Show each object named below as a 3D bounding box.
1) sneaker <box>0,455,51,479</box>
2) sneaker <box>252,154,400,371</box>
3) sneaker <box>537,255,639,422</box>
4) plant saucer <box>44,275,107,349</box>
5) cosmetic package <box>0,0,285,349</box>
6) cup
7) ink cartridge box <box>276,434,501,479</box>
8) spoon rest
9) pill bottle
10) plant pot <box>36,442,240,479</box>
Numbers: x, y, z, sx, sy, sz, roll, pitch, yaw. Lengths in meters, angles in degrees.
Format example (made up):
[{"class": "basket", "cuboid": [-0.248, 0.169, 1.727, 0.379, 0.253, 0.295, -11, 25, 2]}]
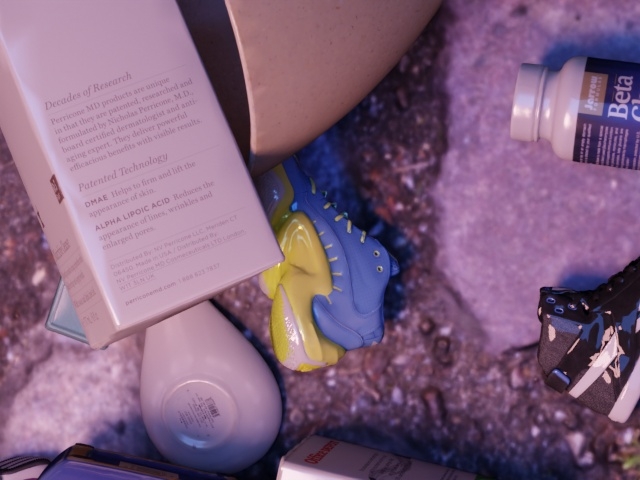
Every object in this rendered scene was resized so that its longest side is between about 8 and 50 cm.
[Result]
[{"class": "sneaker", "cuboid": [-0.341, 0.275, 1.549, 0.223, 0.083, 0.098, -15, 96, -32]}, {"class": "sneaker", "cuboid": [0.000, 0.000, 1.541, 0.126, 0.091, 0.240, -6, 79, -19]}, {"class": "sneaker", "cuboid": [0.262, 0.044, 1.483, 0.121, 0.079, 0.217, 25, 97, 7]}, {"class": "plant saucer", "cuboid": [-0.209, 0.006, 1.601, 0.067, 0.018, 0.192, 19, 94, 9]}, {"class": "cosmetic package", "cuboid": [-0.187, -0.119, 1.398, 0.156, 0.217, 0.385, -24, 88, -16]}, {"class": "cup", "cuboid": [-0.030, -0.242, 1.437, 0.237, 0.331, 0.331, -23, 87, -18]}, {"class": "ink cartridge box", "cuboid": [0.068, 0.247, 1.488, 0.208, 0.153, 0.087, 13, 95, 11]}, {"class": "spoon rest", "cuboid": [-0.130, 0.094, 1.568, 0.137, 0.084, 0.276, -20, 101, 11]}, {"class": "pill bottle", "cuboid": [0.257, -0.112, 1.472, 0.169, 0.094, 0.094, 8, 93, 10]}, {"class": "plant pot", "cuboid": [-0.169, 0.303, 1.476, 0.236, 0.236, 0.212, 13, 86, -4]}]
